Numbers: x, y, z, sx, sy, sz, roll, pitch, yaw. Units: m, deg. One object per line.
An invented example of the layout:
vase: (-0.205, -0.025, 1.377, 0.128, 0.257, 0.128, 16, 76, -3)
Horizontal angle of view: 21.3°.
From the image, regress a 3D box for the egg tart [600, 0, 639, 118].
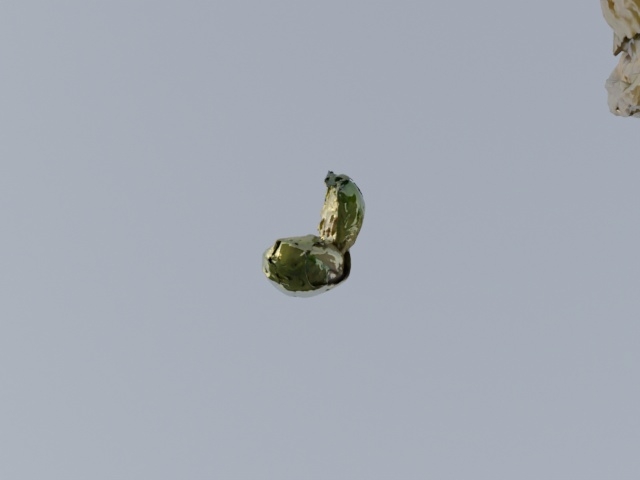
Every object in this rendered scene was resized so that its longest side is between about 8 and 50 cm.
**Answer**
egg tart: (0.241, -0.196, 0.934, 0.107, 0.291, 0.291, 40, -61, -6)

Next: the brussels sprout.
brussels sprout: (0.001, 0.000, 1.058, 0.051, 0.046, 0.083, 44, -102, -26)
